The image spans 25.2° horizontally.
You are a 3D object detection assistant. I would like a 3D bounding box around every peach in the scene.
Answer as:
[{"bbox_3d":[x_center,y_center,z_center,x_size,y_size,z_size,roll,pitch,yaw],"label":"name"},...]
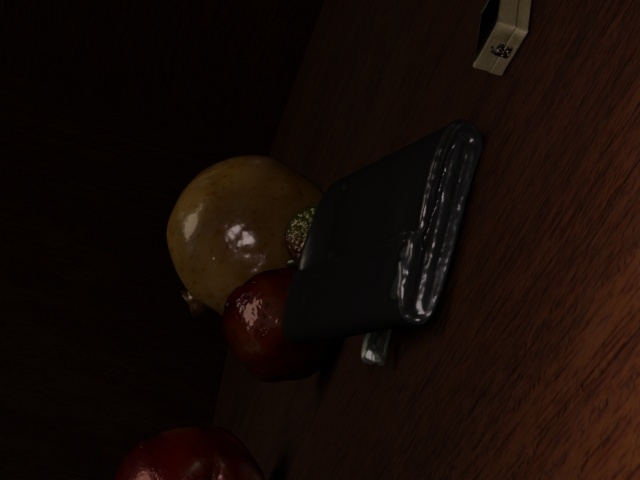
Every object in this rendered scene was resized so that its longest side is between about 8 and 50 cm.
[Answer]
[{"bbox_3d":[-0.221,0.447,2.375,0.338,0.281,0.281,150,135,-72],"label":"peach"}]

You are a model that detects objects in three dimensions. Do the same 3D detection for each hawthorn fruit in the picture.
[{"bbox_3d":[-0.045,0.128,2.139,0.235,0.181,0.181,2,77,65],"label":"hawthorn fruit"}]

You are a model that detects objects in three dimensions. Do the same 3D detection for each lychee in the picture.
[{"bbox_3d":[0.000,0.000,2.189,0.146,0.114,0.114,-52,18,31],"label":"lychee"}]

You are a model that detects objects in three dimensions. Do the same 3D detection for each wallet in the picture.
[{"bbox_3d":[0.060,0.003,1.660,0.228,0.062,0.406,-71,14,-14],"label":"wallet"}]

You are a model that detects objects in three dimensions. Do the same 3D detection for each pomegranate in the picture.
[{"bbox_3d":[-0.111,-0.004,2.408,0.307,0.307,0.307,-165,90,-83],"label":"pomegranate"}]

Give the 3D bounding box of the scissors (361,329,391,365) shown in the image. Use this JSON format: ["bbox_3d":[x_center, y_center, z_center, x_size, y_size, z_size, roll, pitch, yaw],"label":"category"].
[{"bbox_3d":[0.081,0.043,1.746,0.289,0.041,0.138,-76,6,-45],"label":"scissors"}]

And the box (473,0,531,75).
[{"bbox_3d":[0.189,-0.224,1.480,0.079,0.035,0.083,116,168,-57],"label":"box"}]
